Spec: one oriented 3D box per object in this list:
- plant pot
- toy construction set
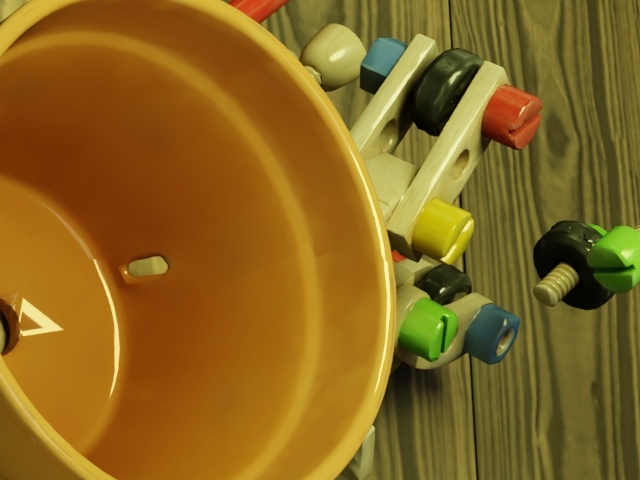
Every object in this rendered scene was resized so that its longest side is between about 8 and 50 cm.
[{"bbox_3d":[-0.130,0.028,1.032,0.291,0.203,0.291,18,62,-38],"label":"plant pot"},{"bbox_3d":[0.000,0.000,1.184,0.309,0.257,0.237,46,58,6],"label":"toy construction set"}]
